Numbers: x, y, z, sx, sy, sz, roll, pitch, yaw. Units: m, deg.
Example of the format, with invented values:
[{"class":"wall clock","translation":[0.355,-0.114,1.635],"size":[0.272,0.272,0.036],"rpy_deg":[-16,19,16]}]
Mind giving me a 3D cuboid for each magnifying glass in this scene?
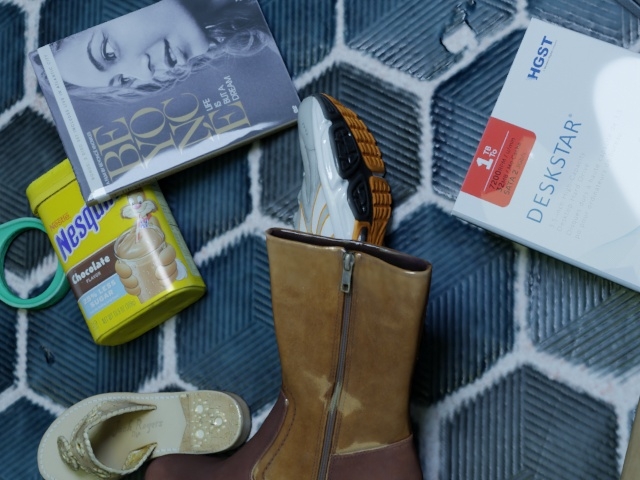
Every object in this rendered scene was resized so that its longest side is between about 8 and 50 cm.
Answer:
[{"class":"magnifying glass","translation":[-0.348,0.014,1.577],"size":[0.231,0.026,0.092],"rpy_deg":[9,88,27]}]

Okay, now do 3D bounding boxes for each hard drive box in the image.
[{"class":"hard drive box","translation":[0.252,-0.056,1.265],"size":[0.232,0.089,0.181],"rpy_deg":[23,93,26]}]

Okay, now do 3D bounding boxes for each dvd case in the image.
[{"class":"dvd case","translation":[-0.144,-0.145,1.455],"size":[0.221,0.018,0.164],"rpy_deg":[-22,74,-3]}]

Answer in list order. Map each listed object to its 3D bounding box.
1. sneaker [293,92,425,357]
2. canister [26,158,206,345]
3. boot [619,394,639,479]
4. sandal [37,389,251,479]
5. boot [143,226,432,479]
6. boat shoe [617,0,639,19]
[{"class":"sneaker","translation":[0.000,0.000,1.377],"size":[0.121,0.099,0.262],"rpy_deg":[-19,75,27]},{"class":"canister","translation":[-0.194,0.000,1.479],"size":[0.126,0.073,0.170],"rpy_deg":[-32,73,18]},{"class":"boot","translation":[0.241,0.213,1.233],"size":[0.236,0.089,0.269],"rpy_deg":[16,89,11]},{"class":"sandal","translation":[-0.187,0.181,1.450],"size":[0.240,0.079,0.088],"rpy_deg":[-13,78,24]},{"class":"boot","translation":[-0.037,0.127,1.314],"size":[0.264,0.096,0.280],"rpy_deg":[10,115,25]},{"class":"boat shoe","translation":[0.238,-0.284,1.303],"size":[0.094,0.109,0.302],"rpy_deg":[-43,77,-2]}]
